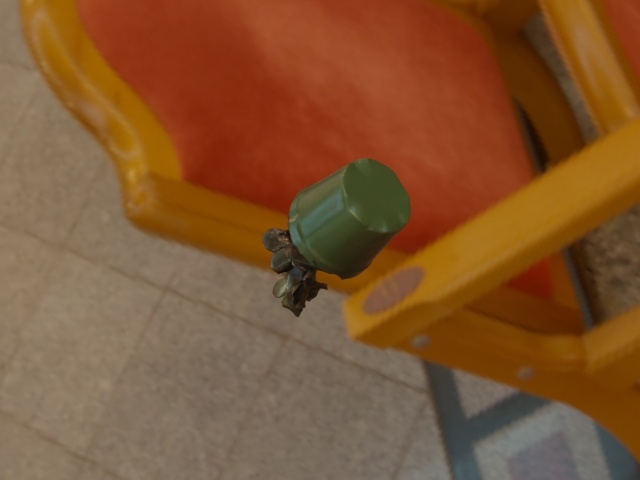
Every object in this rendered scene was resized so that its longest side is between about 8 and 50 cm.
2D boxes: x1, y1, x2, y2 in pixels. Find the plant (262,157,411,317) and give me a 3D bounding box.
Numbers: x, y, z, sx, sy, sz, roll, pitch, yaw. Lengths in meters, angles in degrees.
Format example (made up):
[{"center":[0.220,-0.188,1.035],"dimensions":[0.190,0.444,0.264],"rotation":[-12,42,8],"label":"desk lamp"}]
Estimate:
[{"center":[0.000,0.000,0.769],"dimensions":[0.102,0.051,0.051],"rotation":[-41,41,46],"label":"plant"}]
